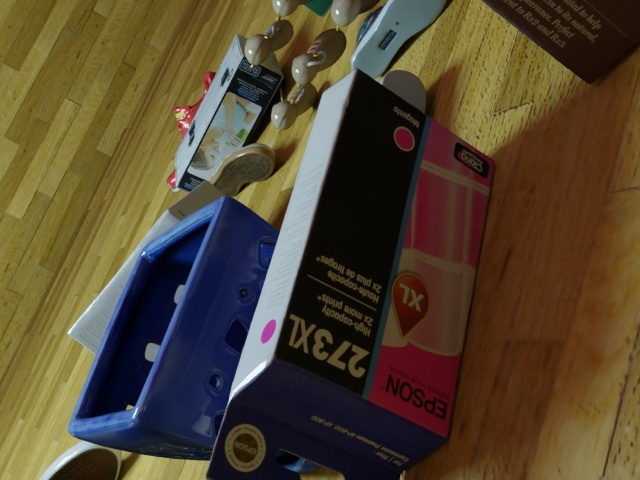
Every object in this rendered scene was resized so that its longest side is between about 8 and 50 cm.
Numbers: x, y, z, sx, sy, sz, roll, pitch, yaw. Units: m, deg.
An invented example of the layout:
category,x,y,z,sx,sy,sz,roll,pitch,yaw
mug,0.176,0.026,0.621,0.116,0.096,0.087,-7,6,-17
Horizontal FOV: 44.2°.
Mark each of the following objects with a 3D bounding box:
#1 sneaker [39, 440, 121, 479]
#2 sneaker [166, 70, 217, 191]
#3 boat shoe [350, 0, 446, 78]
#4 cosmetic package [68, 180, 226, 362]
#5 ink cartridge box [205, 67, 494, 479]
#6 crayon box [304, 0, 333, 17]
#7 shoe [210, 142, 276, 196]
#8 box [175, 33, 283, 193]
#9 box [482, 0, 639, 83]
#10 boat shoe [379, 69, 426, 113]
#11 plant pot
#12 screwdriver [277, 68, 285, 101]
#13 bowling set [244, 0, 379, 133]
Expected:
category,x,y,z,sx,sy,sz,roll,pitch,yaw
sneaker,-0.418,0.390,1.318,0.290,0.106,0.123,-49,28,29
sneaker,-0.276,-0.241,1.719,0.279,0.118,0.107,-63,23,-3
boat shoe,0.104,-0.311,1.087,0.183,0.065,0.083,-44,28,36
cosmetic package,-0.200,0.056,1.112,0.225,0.138,0.224,-50,5,14
ink cartridge box,0.042,0.046,0.671,0.069,0.175,0.371,-24,43,54
crayon box,-0.096,-0.639,1.551,0.106,0.313,0.363,-46,27,31
shoe,-0.138,-0.133,1.369,0.219,0.076,0.058,-23,49,58
box,-0.185,-0.238,1.539,0.290,0.087,0.169,-59,23,20
box,0.219,-0.285,0.691,0.167,0.168,0.203,-45,27,31
boat shoe,0.070,-0.095,0.910,0.076,0.080,0.228,122,161,-56
plant pot,-0.098,0.123,0.827,0.236,0.212,0.236,-24,44,55
screwdriver,-0.073,-0.279,1.471,0.170,0.024,0.025,-101,17,-54
bowling set,-0.055,-0.317,1.188,0.287,0.200,0.154,-57,-1,38
